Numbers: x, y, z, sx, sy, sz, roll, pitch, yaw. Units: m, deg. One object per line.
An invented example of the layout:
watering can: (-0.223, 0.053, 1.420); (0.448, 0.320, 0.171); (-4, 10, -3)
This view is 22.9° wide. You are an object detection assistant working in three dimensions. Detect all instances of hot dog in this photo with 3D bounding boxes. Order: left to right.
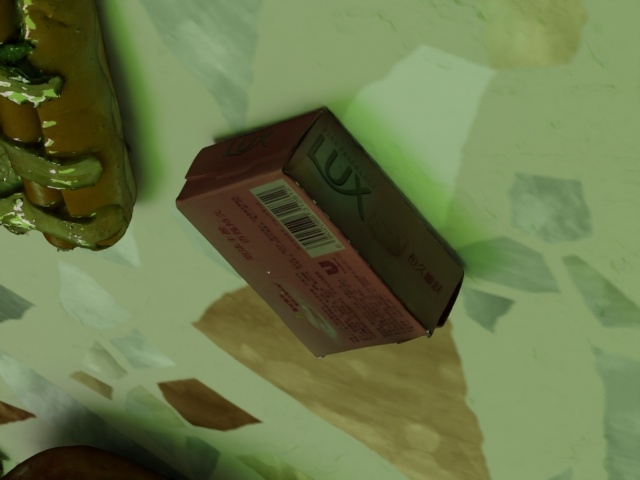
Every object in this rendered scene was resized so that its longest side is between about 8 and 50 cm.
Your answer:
hot dog: (-0.177, -0.083, 0.971); (0.109, 0.072, 0.269); (15, 144, 17)

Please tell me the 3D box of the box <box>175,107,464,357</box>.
box: (0.000, 0.000, 0.958); (0.111, 0.060, 0.156); (-15, 123, 46)

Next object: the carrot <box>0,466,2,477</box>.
carrot: (-0.431, 0.196, 1.484); (0.263, 0.102, 0.102); (26, 145, 8)

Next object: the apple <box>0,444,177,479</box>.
apple: (-0.185, 0.332, 1.304); (0.288, 0.317, 0.288); (0, 128, 1)
